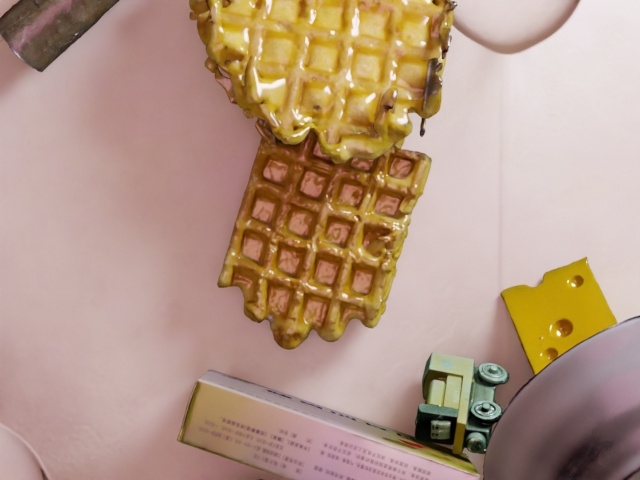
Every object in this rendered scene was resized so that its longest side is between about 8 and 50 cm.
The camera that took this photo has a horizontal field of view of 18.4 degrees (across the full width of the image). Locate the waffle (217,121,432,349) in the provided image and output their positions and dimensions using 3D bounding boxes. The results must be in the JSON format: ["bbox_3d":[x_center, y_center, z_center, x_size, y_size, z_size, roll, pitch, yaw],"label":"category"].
[{"bbox_3d":[0.000,0.000,1.831,0.160,0.055,0.211,16,88,2],"label":"waffle"}]

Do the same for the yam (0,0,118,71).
[{"bbox_3d":[-0.223,-0.231,1.834,0.169,0.068,0.068,-42,89,-4],"label":"yam"}]

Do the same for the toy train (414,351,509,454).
[{"bbox_3d":[0.130,0.147,1.803,0.081,0.122,0.050,12,121,4],"label":"toy train"}]

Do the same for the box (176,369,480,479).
[{"bbox_3d":[0.007,0.186,1.768,0.260,0.175,0.062,18,89,1],"label":"box"}]

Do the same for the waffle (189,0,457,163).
[{"bbox_3d":[0.016,-0.215,1.805,0.262,0.060,0.280,-36,78,-10],"label":"waffle"}]

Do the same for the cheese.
[{"bbox_3d":[0.237,0.104,1.820,0.093,0.126,0.171,-23,70,6],"label":"cheese"}]

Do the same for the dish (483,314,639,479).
[{"bbox_3d":[0.303,0.202,1.710,0.316,0.106,0.316,-8,131,-9],"label":"dish"}]
